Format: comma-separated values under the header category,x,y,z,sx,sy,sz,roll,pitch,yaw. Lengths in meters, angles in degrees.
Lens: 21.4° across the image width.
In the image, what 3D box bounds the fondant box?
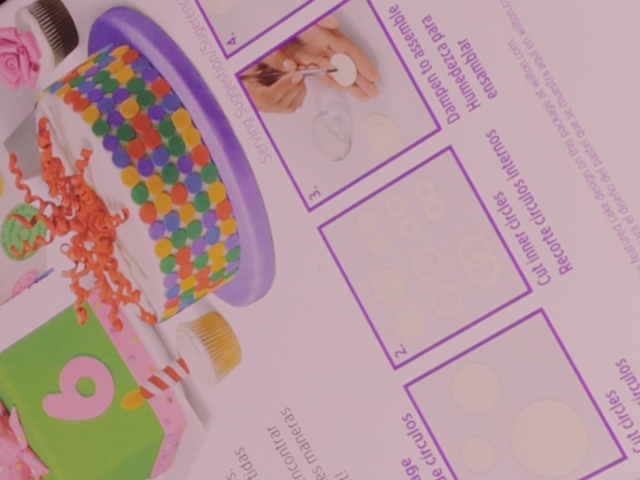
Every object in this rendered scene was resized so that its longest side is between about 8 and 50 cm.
category,x,y,z,sx,sy,sz,roll,pitch,yaw
fondant box,0.000,0.000,0.575,0.330,0.096,0.238,-31,81,19

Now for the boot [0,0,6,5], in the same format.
category,x,y,z,sx,sy,sz,roll,pitch,yaw
boot,-0.239,-0.048,0.613,0.264,0.280,0.096,-24,89,10
